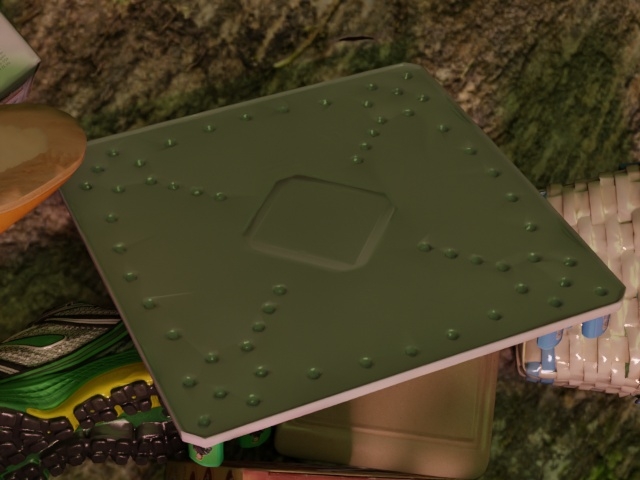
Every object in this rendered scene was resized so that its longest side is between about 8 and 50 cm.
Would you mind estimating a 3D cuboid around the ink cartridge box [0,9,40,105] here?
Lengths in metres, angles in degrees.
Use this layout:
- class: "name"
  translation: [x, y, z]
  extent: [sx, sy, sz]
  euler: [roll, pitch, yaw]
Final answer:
- class: "ink cartridge box"
  translation: [-0.449, -0.154, 1.198]
  extent: [0.309, 0.130, 0.272]
  euler: [-40, 94, -18]

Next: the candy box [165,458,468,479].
- class: "candy box"
  translation: [-0.018, 0.232, 1.180]
  extent: [0.183, 0.316, 0.088]
  euler: [5, 82, -16]

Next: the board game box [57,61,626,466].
- class: "board game box"
  translation: [0.000, 0.000, 1.229]
  extent: [0.390, 0.050, 0.390]
  euler: [-16, 43, -19]

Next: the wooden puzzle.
- class: "wooden puzzle"
  translation: [0.071, 0.105, 1.375]
  extent: [0.221, 0.044, 0.239]
  euler: [10, 84, -16]

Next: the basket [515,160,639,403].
- class: "basket"
  translation: [0.332, 0.036, 1.363]
  extent: [0.289, 0.201, 0.255]
  euler: [-1, 82, 12]

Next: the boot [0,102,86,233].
- class: "boot"
  translation: [-0.331, 0.011, 1.176]
  extent: [0.295, 0.211, 0.104]
  euler: [-28, 67, -23]

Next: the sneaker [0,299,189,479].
- class: "sneaker"
  translation: [-0.253, 0.136, 1.238]
  extent: [0.343, 0.134, 0.146]
  euler: [-9, 42, -9]
